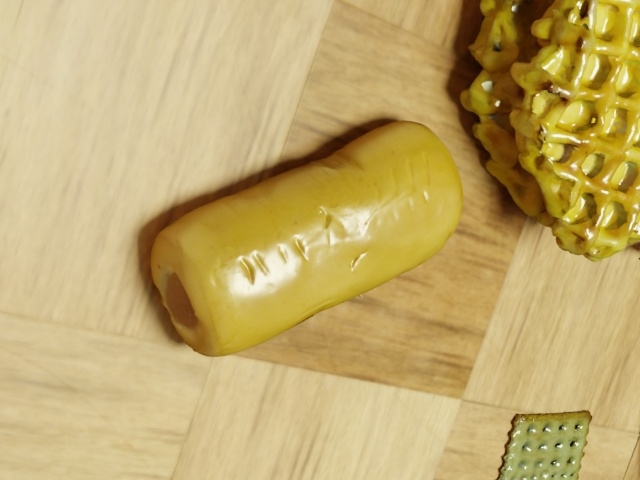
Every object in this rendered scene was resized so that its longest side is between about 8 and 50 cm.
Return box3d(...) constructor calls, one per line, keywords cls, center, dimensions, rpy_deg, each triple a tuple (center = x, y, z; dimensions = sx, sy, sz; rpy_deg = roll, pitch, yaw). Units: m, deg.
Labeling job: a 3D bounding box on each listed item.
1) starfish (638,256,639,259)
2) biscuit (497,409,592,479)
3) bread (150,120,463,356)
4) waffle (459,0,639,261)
box3d(cls="starfish", center=(0.409, 0.018, 1.408), dimensions=(0.133, 0.041, 0.130), rpy_deg=(-1, 97, -30))
box3d(cls="biscuit", center=(0.250, 0.294, 1.399), dimensions=(0.144, 0.016, 0.203), rpy_deg=(6, 100, -38))
box3d(cls="bread", center=(0.000, 0.000, 1.068), dimensions=(0.305, 0.091, 0.142), rpy_deg=(-26, 114, -29))
box3d(cls="waffle", center=(0.277, -0.149, 1.191), dimensions=(0.261, 0.151, 0.324), rpy_deg=(-41, 124, -23))
